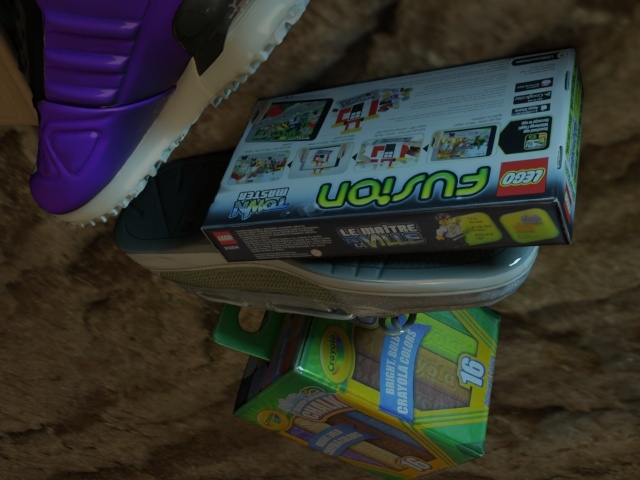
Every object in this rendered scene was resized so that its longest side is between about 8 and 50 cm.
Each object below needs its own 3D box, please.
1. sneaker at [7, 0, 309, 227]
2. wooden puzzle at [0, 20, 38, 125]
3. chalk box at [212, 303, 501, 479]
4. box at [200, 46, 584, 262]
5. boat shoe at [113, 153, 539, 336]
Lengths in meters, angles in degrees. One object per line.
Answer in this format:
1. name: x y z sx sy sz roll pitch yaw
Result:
1. sneaker: -0.125 -0.120 0.434 0.146 0.102 0.293 37 136 -19
2. wooden puzzle: -0.312 -0.160 0.489 0.239 0.044 0.221 5 144 12
3. chalk box: 0.019 0.092 0.624 0.213 0.132 0.132 27 145 -15
4. box: 0.040 -0.046 0.439 0.207 0.114 0.036 -3 140 28
5. boat shoe: -0.002 0.002 0.528 0.321 0.118 0.103 -1 145 31
